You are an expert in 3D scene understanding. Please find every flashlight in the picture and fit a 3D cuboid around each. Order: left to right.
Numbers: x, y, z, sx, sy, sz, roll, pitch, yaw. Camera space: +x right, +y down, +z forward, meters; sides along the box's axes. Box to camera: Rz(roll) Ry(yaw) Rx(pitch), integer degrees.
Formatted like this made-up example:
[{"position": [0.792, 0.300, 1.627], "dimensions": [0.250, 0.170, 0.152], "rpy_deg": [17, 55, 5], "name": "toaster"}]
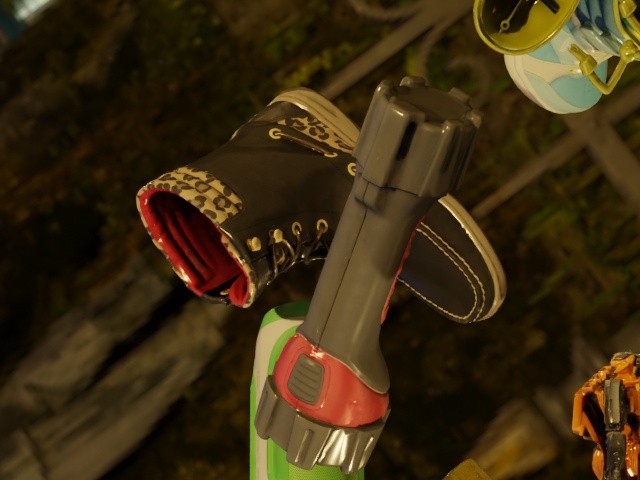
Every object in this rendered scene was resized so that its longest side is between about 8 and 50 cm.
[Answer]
[{"position": [0.040, 0.027, 1.284], "dimensions": [0.103, 0.304, 0.103], "rpy_deg": [11, -154, -19], "name": "flashlight"}]

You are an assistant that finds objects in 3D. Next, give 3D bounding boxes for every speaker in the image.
[{"position": [-0.013, 0.224, 1.986], "dimensions": [0.131, 0.131, 0.297], "rpy_deg": [59, -154, -59], "name": "speaker"}]

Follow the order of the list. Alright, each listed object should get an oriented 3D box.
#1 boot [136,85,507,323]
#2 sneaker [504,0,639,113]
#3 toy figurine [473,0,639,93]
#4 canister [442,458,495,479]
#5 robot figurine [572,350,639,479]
[{"position": [0.000, 0.000, 1.960], "dimensions": [0.377, 0.284, 0.138], "rpy_deg": [45, 137, 16], "name": "boot"}, {"position": [0.302, -0.218, 1.846], "dimensions": [0.208, 0.127, 0.319], "rpy_deg": [36, 161, 35], "name": "sneaker"}, {"position": [0.291, -0.356, 1.727], "dimensions": [0.191, 0.363, 0.217], "rpy_deg": [24, -159, -15], "name": "toy figurine"}, {"position": [0.217, 0.369, 2.162], "dimensions": [0.170, 0.073, 0.126], "rpy_deg": [44, 144, 21], "name": "canister"}, {"position": [0.348, 0.271, 1.975], "dimensions": [0.211, 0.085, 0.291], "rpy_deg": [-21, -75, -66], "name": "robot figurine"}]
